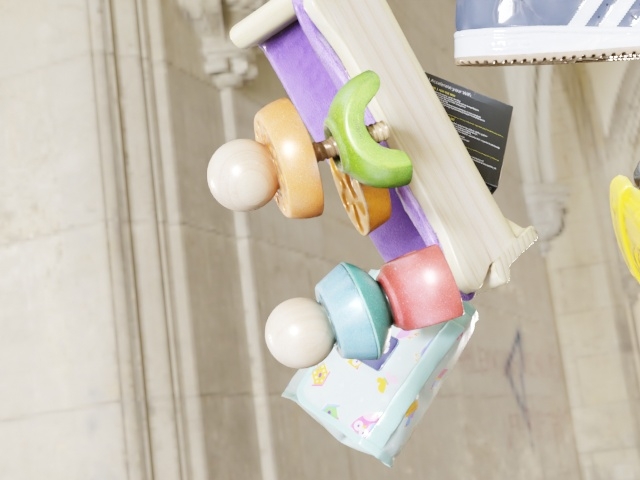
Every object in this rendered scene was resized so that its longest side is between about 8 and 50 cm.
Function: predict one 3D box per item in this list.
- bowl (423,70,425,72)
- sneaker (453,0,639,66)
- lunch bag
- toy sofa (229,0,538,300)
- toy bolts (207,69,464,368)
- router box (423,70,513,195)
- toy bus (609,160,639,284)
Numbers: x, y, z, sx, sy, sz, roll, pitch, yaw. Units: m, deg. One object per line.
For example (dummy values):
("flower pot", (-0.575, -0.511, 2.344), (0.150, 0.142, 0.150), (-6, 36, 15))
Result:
("bowl", (0.153, -0.165, 1.638), (0.053, 0.142, 0.142), (-18, -27, -4))
("sneaker", (0.256, -0.236, 0.960), (0.282, 0.153, 0.099), (-3, 5, 1))
("lunch bag", (0.080, 0.152, 1.360), (0.160, 0.223, 0.262), (37, -8, -7))
("toy sofa", (0.056, -0.096, 1.124), (0.150, 0.362, 0.177), (-25, 7, 38))
("toy bolts", (0.000, 0.000, 0.949), (0.159, 0.228, 0.218), (-20, -7, -9))
("router box", (0.144, -0.138, 1.361), (0.179, 0.133, 0.046), (21, -32, -6))
("toy bus", (0.408, -0.004, 1.021), (0.220, 0.149, 0.211), (-20, 25, 6))
